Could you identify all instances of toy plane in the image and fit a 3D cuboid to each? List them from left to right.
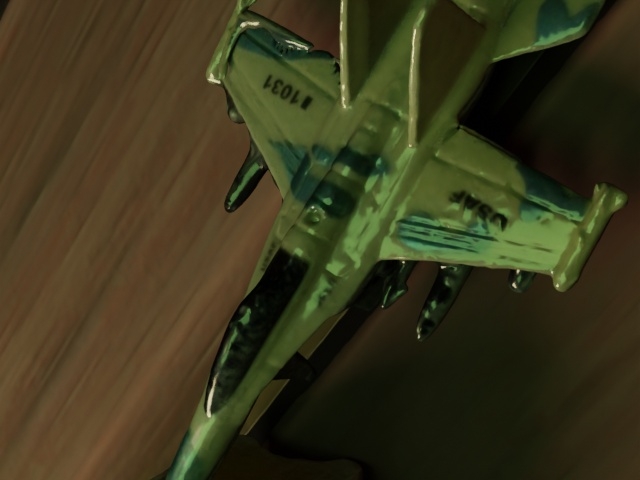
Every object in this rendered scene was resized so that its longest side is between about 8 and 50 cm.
[{"bbox_3d":[0.006,0.001,0.578,0.192,0.088,0.262,34,106,30],"label":"toy plane"}]

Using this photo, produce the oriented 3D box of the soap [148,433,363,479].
[{"bbox_3d":[-0.052,0.240,0.647,0.089,0.173,0.274,11,110,28],"label":"soap"}]
